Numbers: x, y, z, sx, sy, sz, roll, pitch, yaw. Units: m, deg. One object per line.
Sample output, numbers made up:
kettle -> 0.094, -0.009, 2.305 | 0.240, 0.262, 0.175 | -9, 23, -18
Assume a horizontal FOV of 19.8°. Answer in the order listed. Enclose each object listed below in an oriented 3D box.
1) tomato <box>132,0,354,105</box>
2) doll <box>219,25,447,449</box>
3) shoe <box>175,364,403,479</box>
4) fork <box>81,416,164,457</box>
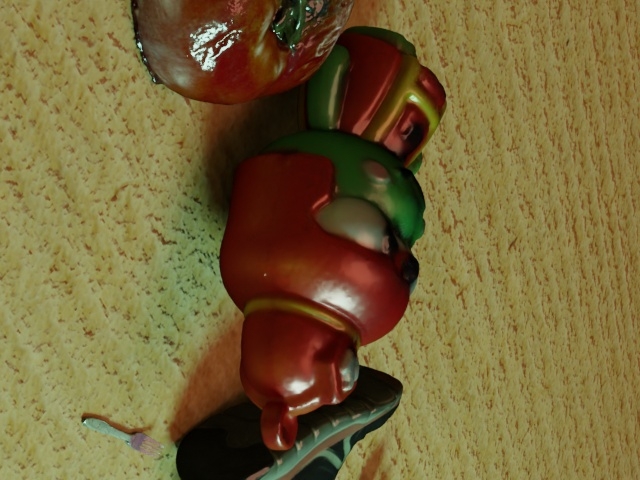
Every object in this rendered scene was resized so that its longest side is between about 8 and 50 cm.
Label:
tomato -> -0.037, -0.200, 1.397 | 0.228, 0.101, 0.228 | -42, 145, -39
doll -> 0.001, 0.000, 1.509 | 0.182, 0.160, 0.363 | 54, 43, -56
shoe -> -0.018, 0.204, 1.681 | 0.291, 0.114, 0.137 | -29, 127, -47
fork -> -0.164, 0.160, 1.509 | 0.115, 0.012, 0.016 | 33, 76, -57
